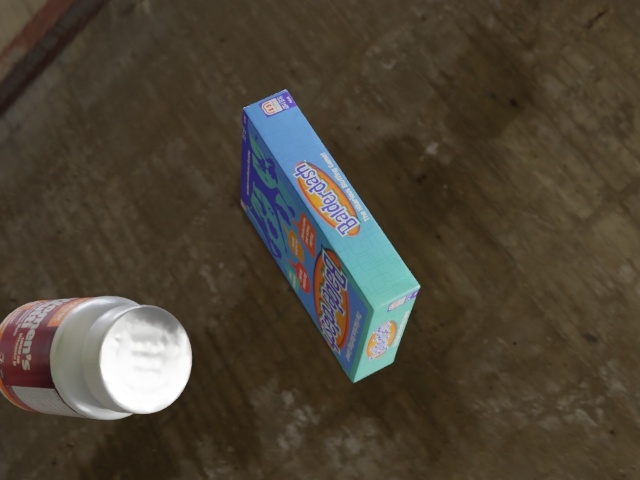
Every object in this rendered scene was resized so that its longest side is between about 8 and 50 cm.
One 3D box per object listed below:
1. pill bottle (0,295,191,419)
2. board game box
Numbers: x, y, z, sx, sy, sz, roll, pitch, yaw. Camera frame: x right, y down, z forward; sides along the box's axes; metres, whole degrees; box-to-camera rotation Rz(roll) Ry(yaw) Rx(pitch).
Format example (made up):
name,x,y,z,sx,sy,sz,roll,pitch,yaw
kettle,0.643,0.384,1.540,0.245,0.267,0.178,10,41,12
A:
name,x,y,z,sx,sy,sz,roll,pitch,yaw
pill bottle,-0.231,0.117,1.056,0.221,0.121,0.121,-7,-110,49
board game box,0.000,0.000,0.907,0.047,0.160,0.210,-26,-114,-18
